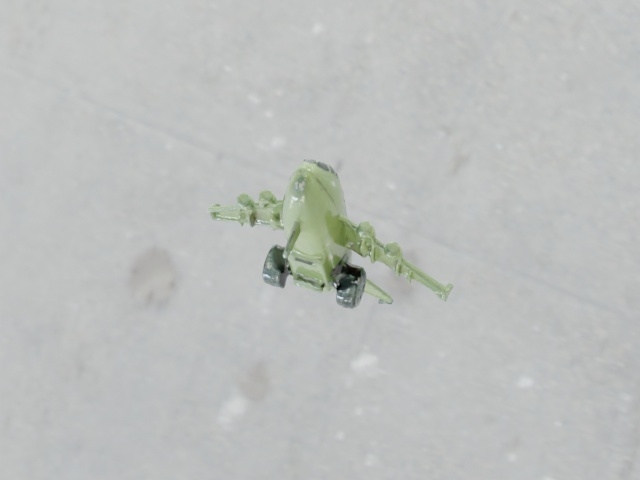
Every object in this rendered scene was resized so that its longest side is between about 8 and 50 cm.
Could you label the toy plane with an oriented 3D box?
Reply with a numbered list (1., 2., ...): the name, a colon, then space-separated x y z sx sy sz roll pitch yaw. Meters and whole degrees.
1. toy plane: 0.000 0.000 0.704 0.102 0.111 0.040 15 76 13
